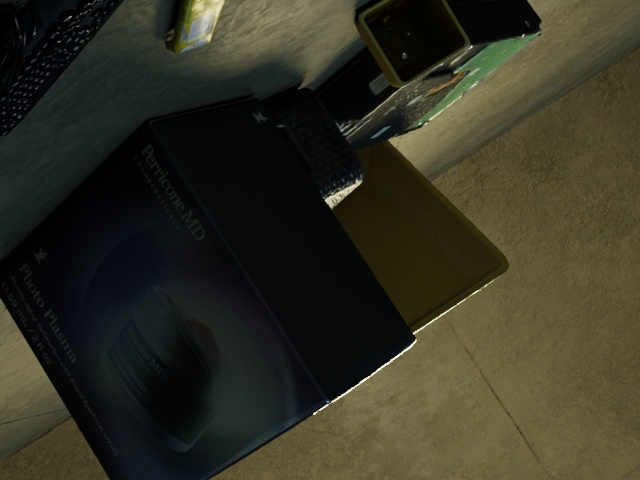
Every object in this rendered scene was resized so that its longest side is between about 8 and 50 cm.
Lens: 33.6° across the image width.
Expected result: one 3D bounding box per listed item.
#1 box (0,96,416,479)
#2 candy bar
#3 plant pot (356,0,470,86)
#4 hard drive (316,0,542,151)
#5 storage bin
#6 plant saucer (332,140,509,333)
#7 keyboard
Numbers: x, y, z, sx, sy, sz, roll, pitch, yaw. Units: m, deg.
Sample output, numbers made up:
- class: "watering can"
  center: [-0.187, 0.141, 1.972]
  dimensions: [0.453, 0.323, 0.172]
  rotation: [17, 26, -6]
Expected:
- class: "box"
  center: [-0.123, 0.067, 1.046]
  dimensions: [0.294, 0.296, 0.182]
  rotation: [-38, 173, 33]
- class: "candy bar"
  center: [-0.079, -0.163, 0.703]
  dimensions: [0.040, 0.018, 0.161]
  rotation: [-28, 174, -18]
- class: "plant pot"
  center: [0.083, -0.198, 1.040]
  dimensions: [0.081, 0.081, 0.083]
  rotation: [-33, -175, -7]
- class: "hard drive"
  center: [0.122, -0.202, 1.304]
  dimensions: [0.237, 0.064, 0.339]
  rotation: [-36, 173, 33]
- class: "storage bin"
  center: [-0.048, -0.070, 1.168]
  dimensions: [0.084, 0.122, 0.180]
  rotation: [-29, 173, -35]
- class: "plant saucer"
  center: [0.045, 0.035, 1.543]
  dimensions: [0.332, 0.333, 0.081]
  rotation: [-31, 147, -16]
- class: "keyboard"
  center: [-0.171, -0.100, 0.637]
  dimensions: [0.192, 0.038, 0.100]
  rotation: [-38, 172, 39]
